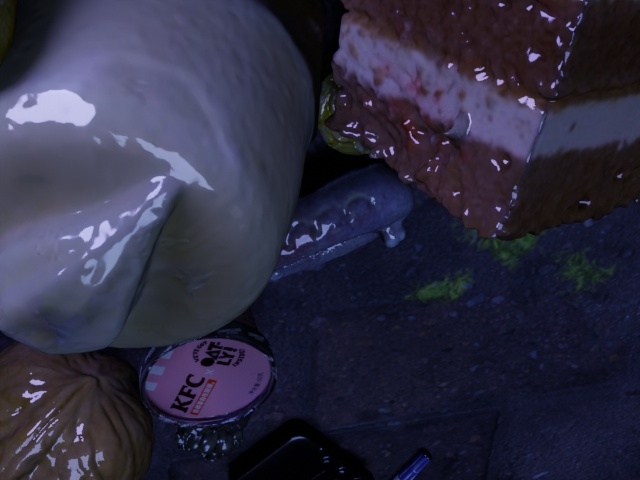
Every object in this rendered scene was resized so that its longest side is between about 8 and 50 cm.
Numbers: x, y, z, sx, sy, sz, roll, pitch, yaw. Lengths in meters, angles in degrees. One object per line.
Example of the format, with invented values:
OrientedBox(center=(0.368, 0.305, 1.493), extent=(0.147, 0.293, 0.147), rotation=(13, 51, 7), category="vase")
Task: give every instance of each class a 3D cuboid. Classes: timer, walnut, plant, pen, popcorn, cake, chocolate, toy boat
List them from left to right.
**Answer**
OrientedBox(center=(-0.291, 0.211, 0.995), extent=(0.227, 0.228, 0.228), rotation=(-8, 129, -10), category="walnut")
OrientedBox(center=(-0.156, -0.071, 0.733), extent=(0.313, 0.297, 0.326), rotation=(5, 124, -3), category="chocolate")
OrientedBox(center=(-0.130, 0.210, 1.124), extent=(0.094, 0.092, 0.143), rotation=(15, 114, -34), category="plant")
OrientedBox(center=(-0.026, 0.344, 1.283), extent=(0.144, 0.055, 0.187), rotation=(-39, 123, 14), category="timer")
OrientedBox(center=(0.000, 0.000, 0.948), extent=(0.227, 0.085, 0.155), rotation=(-27, 170, -8), category="toy boat")
OrientedBox(center=(0.029, -0.136, 0.891), extent=(0.109, 0.089, 0.097), rotation=(-5, 109, -54), category="popcorn")
OrientedBox(center=(0.104, 0.393, 1.373), extent=(0.025, 0.025, 0.204), rotation=(23, 118, -29), category="pen")
OrientedBox(center=(0.178, -0.183, 0.734), extent=(0.282, 0.255, 0.290), rotation=(-15, 127, -35), category="cake")

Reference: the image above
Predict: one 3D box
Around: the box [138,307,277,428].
OrientedBox(center=(-0.133, 0.116, 1.019), extent=(0.151, 0.135, 0.151), rotation=(-7, 130, -8), category="box")

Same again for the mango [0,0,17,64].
OrientedBox(center=(-0.285, -0.262, 0.601), extent=(0.175, 0.176, 0.330), rotation=(-18, 102, -15), category="mango")
